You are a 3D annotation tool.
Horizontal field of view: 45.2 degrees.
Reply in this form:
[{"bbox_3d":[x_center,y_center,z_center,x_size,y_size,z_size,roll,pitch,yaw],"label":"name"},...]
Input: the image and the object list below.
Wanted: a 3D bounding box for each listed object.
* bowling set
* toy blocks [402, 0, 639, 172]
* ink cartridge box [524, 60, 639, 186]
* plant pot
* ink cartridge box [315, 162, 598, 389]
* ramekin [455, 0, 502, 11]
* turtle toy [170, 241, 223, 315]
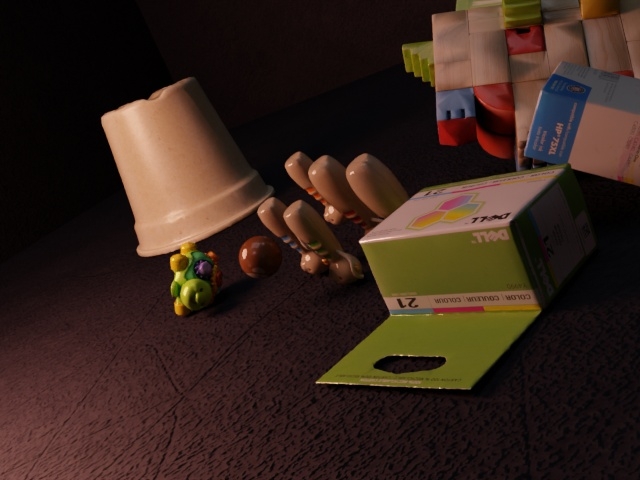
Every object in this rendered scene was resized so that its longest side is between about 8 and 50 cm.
[{"bbox_3d":[0.000,0.000,1.000,0.200,0.154,0.287,-46,20,-8],"label":"bowling set"},{"bbox_3d":[0.297,-0.188,1.001,0.382,0.190,0.260,-4,58,12],"label":"toy blocks"},{"bbox_3d":[0.347,-0.113,0.808,0.231,0.078,0.134,19,32,18],"label":"ink cartridge box"},{"bbox_3d":[-0.313,-0.174,1.676,0.334,0.305,0.334,-22,15,6],"label":"plant pot"},{"bbox_3d":[0.119,0.031,0.733,0.189,0.097,0.255,-8,21,46],"label":"ink cartridge box"},{"bbox_3d":[0.428,-0.453,1.555,0.303,0.303,0.148,-33,25,-32],"label":"ramekin"},{"bbox_3d":[-0.179,0.061,1.112,0.066,0.095,0.130,1,20,7],"label":"turtle toy"}]
